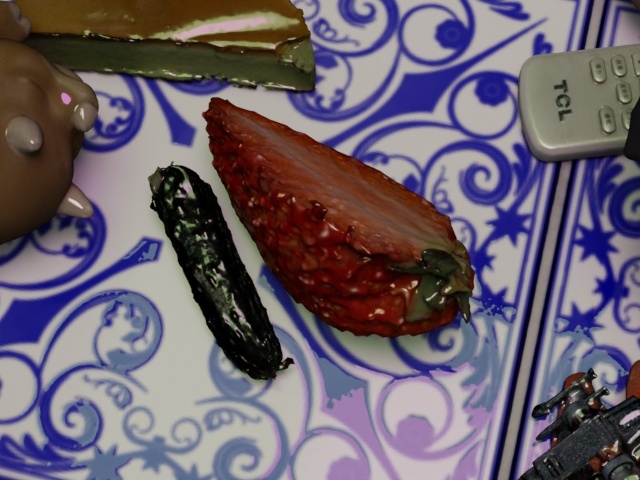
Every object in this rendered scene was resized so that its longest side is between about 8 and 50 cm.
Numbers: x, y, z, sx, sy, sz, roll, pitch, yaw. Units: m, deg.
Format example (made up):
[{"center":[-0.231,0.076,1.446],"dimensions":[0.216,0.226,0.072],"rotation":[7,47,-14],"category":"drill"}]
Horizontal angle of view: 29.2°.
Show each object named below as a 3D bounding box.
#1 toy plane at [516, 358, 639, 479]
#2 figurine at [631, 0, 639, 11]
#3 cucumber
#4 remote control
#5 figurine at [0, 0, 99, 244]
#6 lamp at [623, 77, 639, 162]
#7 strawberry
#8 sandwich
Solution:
[{"center":[0.169,0.161,0.850],"dimensions":[0.189,0.061,0.130],"rotation":[-29,50,-3],"category":"toy plane"},{"center":[0.288,-0.217,0.931],"dimensions":[0.125,0.138,0.125],"rotation":[1,97,10],"category":"figurine"},{"center":[-0.077,0.025,0.915],"dimensions":[0.053,0.053,0.181],"rotation":[-26,74,-5],"category":"cucumber"},{"center":[0.249,-0.111,0.951],"dimensions":[0.190,0.029,0.088],"rotation":[-5,72,2],"category":"remote control"},{"center":[-0.285,-0.065,0.889],"dimensions":[0.247,0.177,0.173],"rotation":[-1,53,-9],"category":"figurine"},{"center":[0.352,-0.047,0.824],"dimensions":[0.374,0.205,0.272],"rotation":[-1,102,-35],"category":"lamp"},{"center":[0.005,0.001,0.883],"dimensions":[0.236,0.175,0.107],"rotation":[44,113,47],"category":"strawberry"},{"center":[-0.114,-0.236,0.994],"dimensions":[0.244,0.063,0.212],"rotation":[6,71,3],"category":"sandwich"}]
